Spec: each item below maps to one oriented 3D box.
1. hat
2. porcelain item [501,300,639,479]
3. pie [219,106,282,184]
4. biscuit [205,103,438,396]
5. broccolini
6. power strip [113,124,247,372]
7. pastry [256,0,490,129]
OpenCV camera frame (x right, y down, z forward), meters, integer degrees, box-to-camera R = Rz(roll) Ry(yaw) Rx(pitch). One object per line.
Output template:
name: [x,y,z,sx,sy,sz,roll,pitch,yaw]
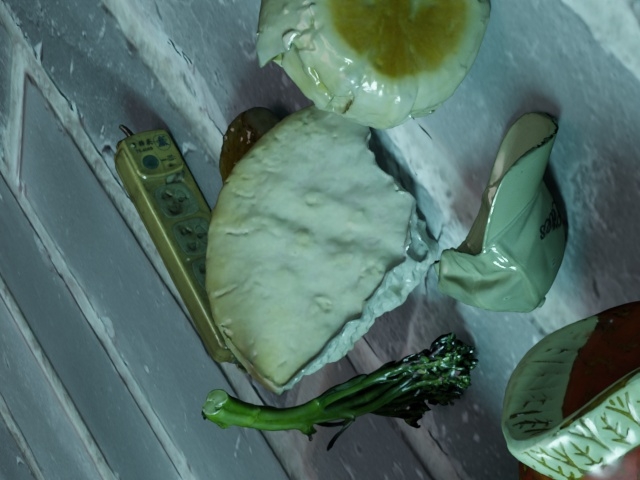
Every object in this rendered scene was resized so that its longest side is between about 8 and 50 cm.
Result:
hat: [0.139,-0.016,1.204,0.122,0.081,0.166,-76,4,-62]
porcelain item: [0.198,0.165,1.010,0.253,0.253,0.253,40,139,47]
pie: [-0.034,-0.022,1.534,0.195,0.046,0.195,42,142,45]
biscuit: [0.000,0.000,1.354,0.040,0.188,0.265,70,-154,-65]
broccolini: [0.024,0.114,1.292,0.123,0.271,0.062,-52,57,29]
power strip: [-0.135,-0.002,1.714,0.305,0.064,0.044,61,149,21]
pastry: [0.039,-0.162,1.200,0.088,0.166,0.165,-23,86,69]
